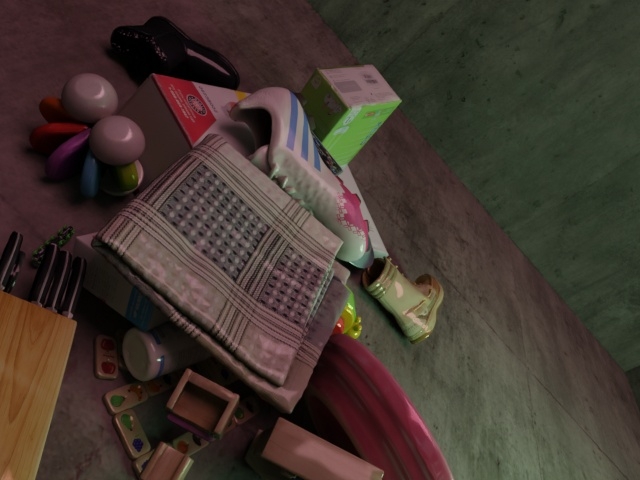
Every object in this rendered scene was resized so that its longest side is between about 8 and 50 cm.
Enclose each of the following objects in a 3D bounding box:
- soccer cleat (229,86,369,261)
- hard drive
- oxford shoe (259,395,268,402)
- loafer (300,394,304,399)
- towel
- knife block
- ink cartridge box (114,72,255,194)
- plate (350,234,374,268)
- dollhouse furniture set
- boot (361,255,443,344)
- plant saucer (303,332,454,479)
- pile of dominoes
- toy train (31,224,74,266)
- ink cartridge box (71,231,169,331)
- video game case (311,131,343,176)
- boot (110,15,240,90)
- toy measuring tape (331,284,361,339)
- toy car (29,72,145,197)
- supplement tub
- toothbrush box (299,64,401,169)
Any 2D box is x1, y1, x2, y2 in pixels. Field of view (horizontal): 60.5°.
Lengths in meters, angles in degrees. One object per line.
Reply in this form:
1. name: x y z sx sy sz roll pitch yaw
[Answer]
1. soccer cleat: -0.044 -0.100 0.919 0.143 0.116 0.331 -23 83 -38
2. hard drive: 0.051 -0.102 1.443 0.210 0.040 0.319 14 46 -49
3. oxford shoe: -0.045 0.121 0.864 0.096 0.098 0.271 25 46 -17
4. loafer: -0.041 0.201 0.946 0.056 0.050 0.148 25 38 -41
5. towel: -0.094 0.022 0.748 0.324 0.056 0.312 44 34 -12
6. knife block: -0.314 0.128 0.581 0.276 0.088 0.242 55 29 6
7. ink cartridge box: -0.159 -0.135 1.040 0.279 0.160 0.384 59 28 11
8. plate: 0.072 -0.019 1.311 0.188 0.024 0.188 37 32 -28
9. dollhouse furniture set: -0.112 0.365 0.642 0.286 0.198 0.303 28 63 -1
10. boot: 0.205 0.112 1.377 0.203 0.095 0.262 46 33 -9
11. plant saucer: 0.070 0.300 0.800 0.084 0.332 0.332 -25 75 -19
12. pile of dominoes: -0.184 0.185 0.763 0.196 0.040 0.251 59 28 11
13. toy train: -0.355 0.007 0.729 0.017 0.024 0.083 31 32 -8
14. ink cartridge box: -0.254 0.035 0.729 0.181 0.062 0.104 30 23 19
15. video game case: -0.043 -0.187 1.079 0.190 0.022 0.173 51 27 -2
16. boot: -0.302 -0.373 1.167 0.246 0.094 0.207 37 28 -14
17. toy measuring tape: -0.034 0.097 1.011 0.330 0.121 0.121 35 32 -29
18. toy car: -0.348 -0.141 0.812 0.136 0.159 0.182 -31 84 -27
19. supplement tub: -0.196 0.136 0.722 0.107 0.071 0.071 -9 65 -51
20. toothbrush box: 0.017 -0.257 1.265 0.206 0.283 0.122 -23 71 -46
